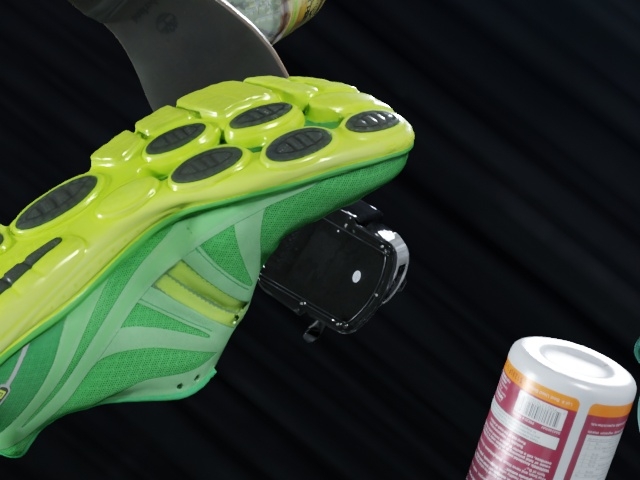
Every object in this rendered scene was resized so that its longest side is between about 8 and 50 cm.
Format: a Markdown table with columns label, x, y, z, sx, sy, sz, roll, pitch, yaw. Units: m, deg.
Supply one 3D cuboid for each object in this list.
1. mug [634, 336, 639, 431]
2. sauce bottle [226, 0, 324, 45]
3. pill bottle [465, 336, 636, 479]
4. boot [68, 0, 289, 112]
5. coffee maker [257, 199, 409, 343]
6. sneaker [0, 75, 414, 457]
| label | x | y | z | sx | sy | sz | roll | pitch | yaw |
| --- | --- | --- | --- | --- | --- | --- | --- | --- | --- |
| mug | 0.381 | 0.165 | 1.916 | 0.097 | 0.157 | 0.129 | -39 | 32 | 60 |
| sauce bottle | -0.052 | -0.294 | 2.244 | 0.111 | 0.111 | 0.344 | -51 | 1 | 22 |
| pill bottle | 0.200 | 0.210 | 1.789 | 0.121 | 0.121 | 0.221 | -59 | -13 | -74 |
| boot | -0.111 | -0.177 | 1.568 | 0.112 | 0.305 | 0.115 | -34 | 21 | 17 |
| coffee maker | 0.000 | 0.000 | 1.825 | 0.120 | 0.171 | 0.178 | -37 | -1 | 7 |
| sneaker | -0.082 | 0.011 | 1.051 | 0.295 | 0.123 | 0.109 | -30 | 38 | -4 |
